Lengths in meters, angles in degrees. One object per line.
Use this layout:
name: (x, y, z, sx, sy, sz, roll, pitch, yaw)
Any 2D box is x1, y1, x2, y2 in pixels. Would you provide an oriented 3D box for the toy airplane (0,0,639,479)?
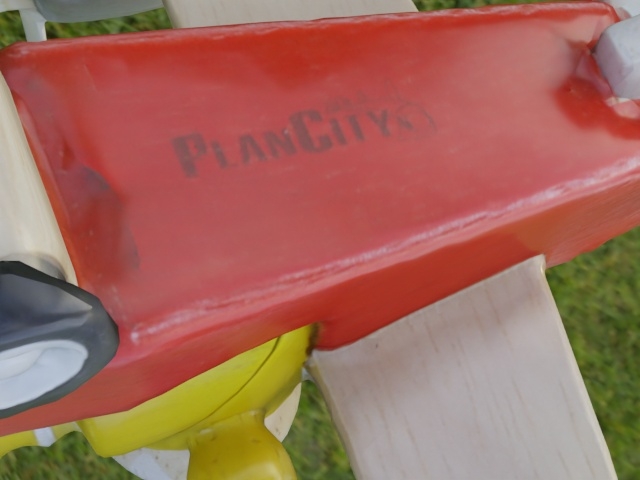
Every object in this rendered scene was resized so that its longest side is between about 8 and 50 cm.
toy airplane: (0.000, 0.000, 0.561, 0.384, 0.272, 0.386, 28, 54, -4)
